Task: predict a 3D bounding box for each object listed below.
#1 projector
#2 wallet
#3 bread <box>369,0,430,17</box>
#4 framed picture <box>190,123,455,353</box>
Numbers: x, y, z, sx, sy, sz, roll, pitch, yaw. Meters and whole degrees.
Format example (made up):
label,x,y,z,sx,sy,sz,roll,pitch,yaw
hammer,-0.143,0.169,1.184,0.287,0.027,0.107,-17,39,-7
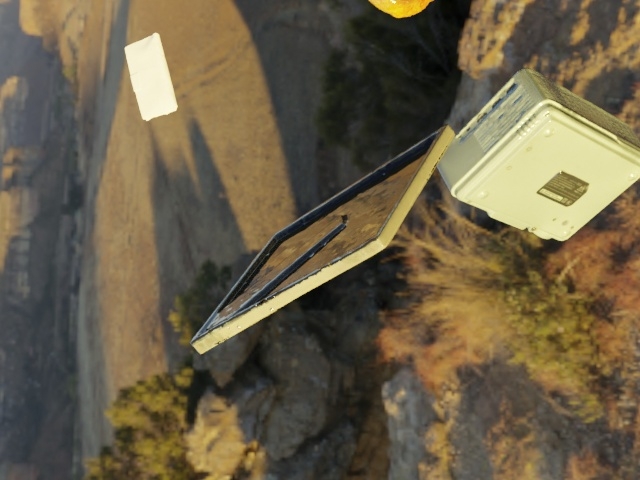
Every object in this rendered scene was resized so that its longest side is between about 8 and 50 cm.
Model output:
label,x,y,z,sx,sy,sz,roll,pitch,yaw
projector,0.314,-0.106,1.224,0.192,0.257,0.099,-46,45,31
wallet,-0.174,-0.168,0.902,0.011,0.044,0.083,-2,-104,-68
bread,0.074,-0.362,0.875,0.095,0.140,0.268,-162,56,-71
framed picture,0.000,0.000,1.055,0.335,0.022,0.247,-32,16,40
